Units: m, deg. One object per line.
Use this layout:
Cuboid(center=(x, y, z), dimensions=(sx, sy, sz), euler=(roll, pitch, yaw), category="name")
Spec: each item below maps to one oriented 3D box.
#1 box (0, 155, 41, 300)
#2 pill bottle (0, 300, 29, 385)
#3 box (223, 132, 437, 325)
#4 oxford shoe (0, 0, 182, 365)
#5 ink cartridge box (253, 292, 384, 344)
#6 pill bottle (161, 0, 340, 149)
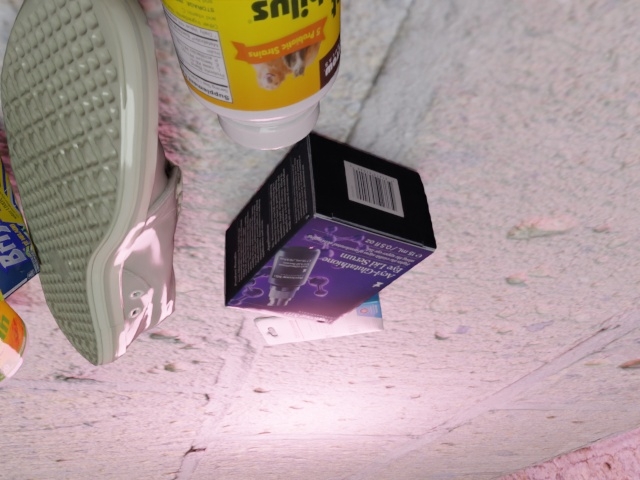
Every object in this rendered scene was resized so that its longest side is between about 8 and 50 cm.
Cuboid(center=(-0.323, -0.028, 0.521), dimensions=(0.059, 0.054, 0.169), euler=(11, 126, 17), category="box")
Cuboid(center=(-0.470, 0.090, 0.680), dimensions=(0.136, 0.137, 0.246), euler=(-2, 147, -4), category="pill bottle")
Cuboid(center=(0.000, 0.000, 0.630), dimensions=(0.153, 0.108, 0.207), euler=(14, 142, -28), category="box")
Cuboid(center=(-0.197, -0.040, 0.539), dimensions=(0.130, 0.169, 0.450), euler=(-33, 156, -38), category="oxford shoe")
Cuboid(center=(-0.001, 0.098, 0.824), dimensions=(0.179, 0.060, 0.104), euler=(-8, 148, 5), category="ink cartridge box")
Cuboid(center=(-0.045, -0.162, 0.365), dimensions=(0.117, 0.117, 0.215), euler=(-4, 148, -1), category="pill bottle")
